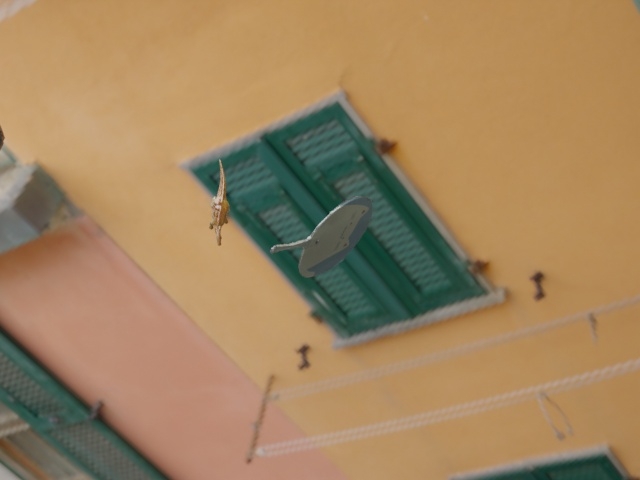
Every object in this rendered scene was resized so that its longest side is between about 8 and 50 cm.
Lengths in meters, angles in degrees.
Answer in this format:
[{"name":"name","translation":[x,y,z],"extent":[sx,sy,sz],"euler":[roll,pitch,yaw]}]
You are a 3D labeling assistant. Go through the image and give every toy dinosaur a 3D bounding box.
[{"name":"toy dinosaur","translation":[-0.133,-0.048,1.469],"extent":[0.041,0.026,0.113],"euler":[135,138,-79]}]

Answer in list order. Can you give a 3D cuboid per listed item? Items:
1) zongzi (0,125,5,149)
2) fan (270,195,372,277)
[{"name":"zongzi","translation":[-0.575,-0.051,1.562],"extent":[0.323,0.160,0.360],"euler":[-49,4,-13]},{"name":"fan","translation":[0.000,0.000,1.203],"extent":[0.005,0.175,0.113],"euler":[41,118,23]}]
